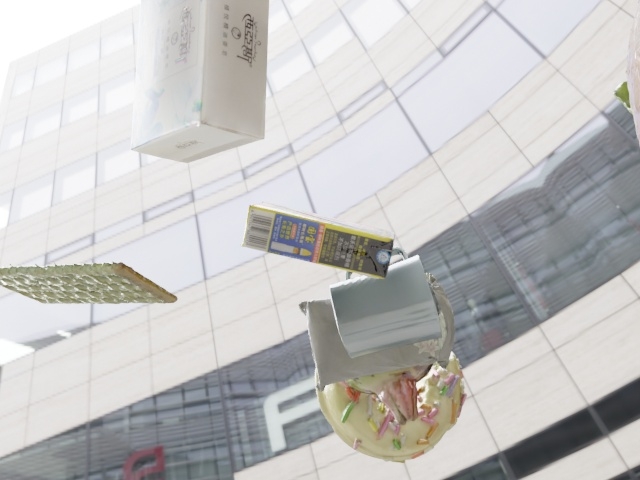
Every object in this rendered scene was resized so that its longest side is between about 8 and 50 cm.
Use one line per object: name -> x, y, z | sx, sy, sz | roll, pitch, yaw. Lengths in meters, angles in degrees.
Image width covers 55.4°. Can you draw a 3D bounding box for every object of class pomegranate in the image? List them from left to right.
pomegranate -> 0.144, 0.254, 1.244 | 0.214, 0.248, 0.214 | -11, -37, -8

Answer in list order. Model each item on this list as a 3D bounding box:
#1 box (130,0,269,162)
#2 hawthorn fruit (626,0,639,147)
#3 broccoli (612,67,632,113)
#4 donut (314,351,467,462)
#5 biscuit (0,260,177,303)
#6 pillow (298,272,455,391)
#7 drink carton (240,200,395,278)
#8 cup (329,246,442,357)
box -> -0.181, -0.271, 0.908 | 0.116, 0.274, 0.203 | 8, -10, -44
hawthorn fruit -> 0.349, -0.072, 0.299 | 0.403, 0.403, 0.403 | -10, -45, -10
broccoli -> 0.548, -0.109, 0.736 | 0.302, 0.186, 0.254 | 43, -43, -18
donut -> 0.166, 0.367, 1.468 | 0.371, 0.307, 0.150 | 20, -23, -7
biscuit -> -0.319, 0.059, 0.797 | 0.231, 0.016, 0.139 | -2, -24, 20
pillow -> 0.101, 0.154, 0.992 | 0.255, 0.059, 0.169 | -9, -83, -12
drink carton -> 0.000, 0.000, 0.698 | 0.165, 0.071, 0.056 | 14, -79, 7
cup -> 0.083, 0.073, 0.784 | 0.129, 0.128, 0.095 | -16, -31, 5
